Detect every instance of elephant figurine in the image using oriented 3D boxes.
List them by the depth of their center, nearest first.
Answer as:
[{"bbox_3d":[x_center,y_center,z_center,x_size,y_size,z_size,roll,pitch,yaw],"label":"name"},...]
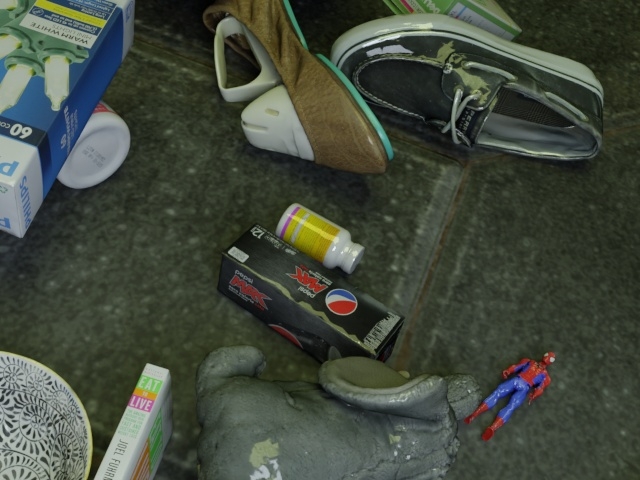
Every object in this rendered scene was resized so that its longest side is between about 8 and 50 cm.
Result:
[{"bbox_3d":[0.032,0.145,0.612,0.239,0.169,0.186,-4,47,-6],"label":"elephant figurine"}]

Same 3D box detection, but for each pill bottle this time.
[{"bbox_3d":[0.000,0.000,0.821,0.083,0.043,0.043,29,50,13],"label":"pill bottle"},{"bbox_3d":[-0.270,-0.132,0.842,0.087,0.087,0.160,-32,63,-33],"label":"pill bottle"}]

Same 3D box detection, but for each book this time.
[{"bbox_3d":[-0.146,0.173,0.604,0.035,0.096,0.144,17,49,1],"label":"book"}]

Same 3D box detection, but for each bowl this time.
[{"bbox_3d":[-0.248,0.170,0.594,0.170,0.080,0.170,6,49,-7],"label":"bowl"}]

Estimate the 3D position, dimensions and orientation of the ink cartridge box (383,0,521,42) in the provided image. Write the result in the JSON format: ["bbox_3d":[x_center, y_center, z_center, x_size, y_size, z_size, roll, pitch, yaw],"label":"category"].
[{"bbox_3d":[0.150,-0.298,1.036,0.209,0.062,0.109,8,41,-47],"label":"ink cartridge box"}]

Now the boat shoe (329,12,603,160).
[{"bbox_3d":[0.176,-0.168,0.953,0.335,0.121,0.119,7,48,-8],"label":"boat shoe"}]

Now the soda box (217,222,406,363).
[{"bbox_3d":[-0.011,0.058,0.758,0.169,0.060,0.053,33,50,16],"label":"soda box"}]

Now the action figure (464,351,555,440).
[{"bbox_3d":[0.178,0.134,0.759,0.038,0.030,0.115,38,50,26],"label":"action figure"}]

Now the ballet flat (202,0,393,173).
[{"bbox_3d":[-0.046,-0.175,0.929,0.124,0.116,0.342,-26,57,-6],"label":"ballet flat"}]

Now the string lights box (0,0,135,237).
[{"bbox_3d":[-0.272,-0.139,0.738,0.133,0.077,0.260,17,53,-2],"label":"string lights box"}]
